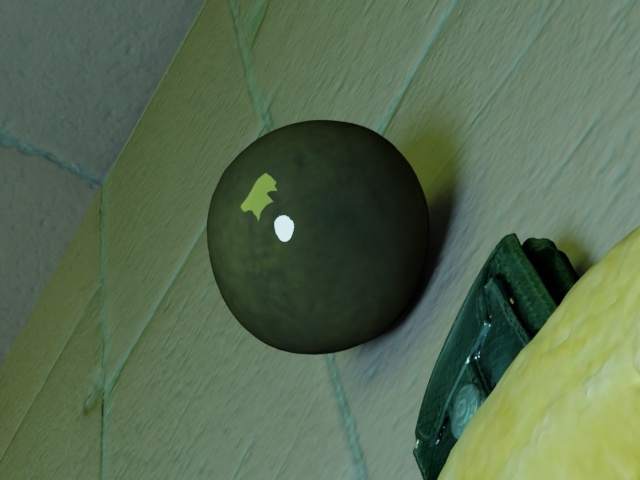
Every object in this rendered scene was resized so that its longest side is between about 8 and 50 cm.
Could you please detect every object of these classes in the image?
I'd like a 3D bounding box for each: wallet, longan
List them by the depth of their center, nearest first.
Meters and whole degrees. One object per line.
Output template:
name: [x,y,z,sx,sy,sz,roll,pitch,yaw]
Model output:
wallet: [0.108,0.107,0.903,0.236,0.055,0.160,-105,37,-65]
longan: [0.000,0.000,1.206,0.187,0.167,0.167,104,-174,-69]

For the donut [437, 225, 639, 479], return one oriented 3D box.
donut: [0.139,0.162,0.462,0.449,0.198,0.449,-54,18,27]
